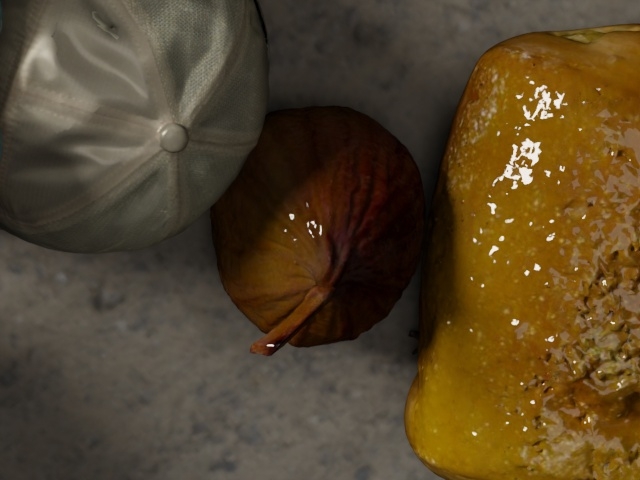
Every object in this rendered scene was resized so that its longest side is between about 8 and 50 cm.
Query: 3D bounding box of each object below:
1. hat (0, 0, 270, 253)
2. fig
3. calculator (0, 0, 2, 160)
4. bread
[{"bbox_3d":[-0.163,-0.104,1.009,0.275,0.161,0.232,22,95,-3],"label":"hat"},{"bbox_3d":[0.000,0.000,1.059,0.134,0.201,0.146,-16,101,2],"label":"fig"},{"bbox_3d":[-0.269,-0.116,0.951,0.188,0.042,0.302,-44,66,1],"label":"calculator"},{"bbox_3d":[0.225,0.038,1.147,0.328,0.148,0.337,10,101,-16],"label":"bread"}]
